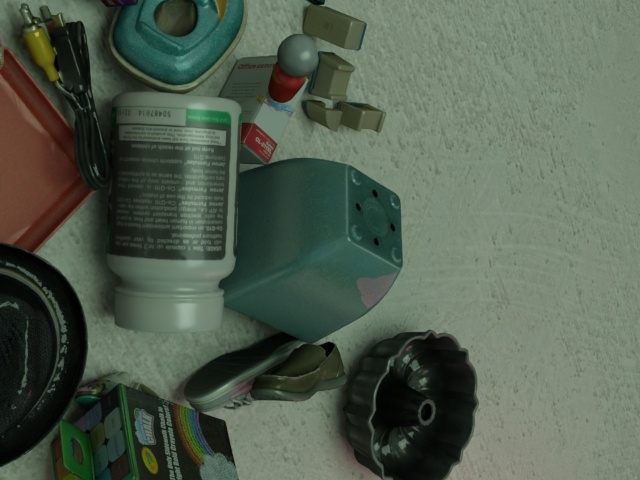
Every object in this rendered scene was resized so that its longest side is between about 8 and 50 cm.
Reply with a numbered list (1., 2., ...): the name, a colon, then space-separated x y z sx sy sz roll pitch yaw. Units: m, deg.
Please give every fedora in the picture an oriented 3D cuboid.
1. fedora: -0.465 0.171 1.404 0.334 0.152 0.334 -2 97 -20

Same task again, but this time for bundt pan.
1. bundt pan: 0.170 0.336 2.095 0.330 0.124 0.331 -6 98 -43

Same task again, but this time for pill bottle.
1. pill bottle: -0.231 -0.045 1.626 0.204 0.204 0.361 0 94 -43

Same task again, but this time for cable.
1. cable: -0.375 -0.218 1.553 0.139 0.072 0.287 -65 144 -73

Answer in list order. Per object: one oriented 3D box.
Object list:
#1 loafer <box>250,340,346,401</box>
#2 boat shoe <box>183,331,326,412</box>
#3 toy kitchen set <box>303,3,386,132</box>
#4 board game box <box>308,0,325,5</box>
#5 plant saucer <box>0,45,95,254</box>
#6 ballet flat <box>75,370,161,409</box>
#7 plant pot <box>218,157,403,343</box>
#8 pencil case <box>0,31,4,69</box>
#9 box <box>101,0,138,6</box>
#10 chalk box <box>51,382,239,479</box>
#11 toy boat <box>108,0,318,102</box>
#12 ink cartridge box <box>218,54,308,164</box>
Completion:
1. loafer: -0.040 0.221 1.768 0.251 0.094 0.087 -5 91 -63
2. boat shoe: -0.102 0.242 1.839 0.320 0.118 0.103 -22 105 -47
3. toy kitchen set: 0.050 -0.320 1.946 0.166 0.122 0.207 -3 116 -43
4. board game box: -0.024 -0.541 1.890 0.126 0.026 0.186 18 82 -42
5. plant saucer: -0.474 -0.103 1.501 0.259 0.047 0.258 -51 125 -26
6. ballet flat: -0.312 0.261 1.681 0.221 0.076 0.079 41 49 -43
7. plant pot: 0.000 0.000 1.762 0.248 0.252 0.247 28 52 -41
8. pencil case: -0.593 -0.223 1.304 0.386 0.160 0.167 -33 129 -36
9. box: -0.336 -0.485 1.465 0.293 0.057 0.201 42 48 -71
10. chalk box: -0.290 0.354 1.586 0.179 0.180 0.289 -41 134 23
11. toy boat: -0.156 -0.330 1.629 0.318 0.148 0.267 27 64 -5
12. ink cartridge box: -0.115 -0.223 1.768 0.072 0.127 0.175 39 68 -39
